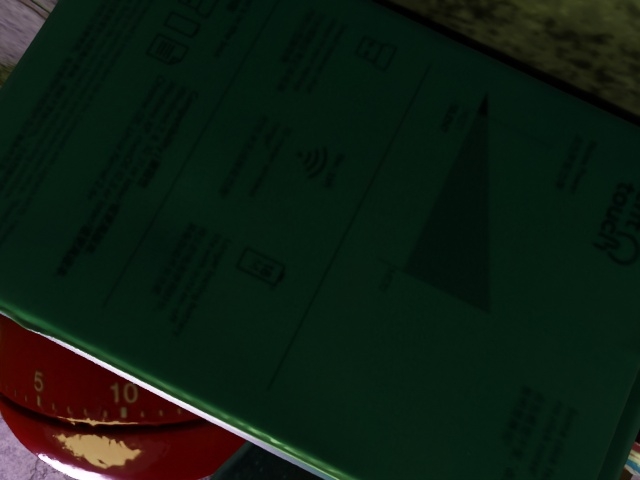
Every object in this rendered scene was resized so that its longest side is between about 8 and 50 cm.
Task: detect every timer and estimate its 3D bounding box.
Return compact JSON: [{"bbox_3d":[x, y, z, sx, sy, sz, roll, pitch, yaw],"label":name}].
[{"bbox_3d":[-0.217,0.144,0.983,0.378,0.279,0.378,1,-166,0],"label":"timer"}]

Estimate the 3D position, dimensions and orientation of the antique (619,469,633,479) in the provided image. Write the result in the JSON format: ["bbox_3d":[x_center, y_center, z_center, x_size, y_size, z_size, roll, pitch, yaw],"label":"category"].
[{"bbox_3d":[0.291,0.382,0.994,0.087,0.309,0.093,32,172,-26],"label":"antique"}]

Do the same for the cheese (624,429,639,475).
[{"bbox_3d":[0.352,0.224,0.851,0.155,0.062,0.244,25,177,-3],"label":"cheese"}]

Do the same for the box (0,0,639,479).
[{"bbox_3d":[0.000,0.000,0.375,0.311,0.205,0.118,25,168,3],"label":"box"}]

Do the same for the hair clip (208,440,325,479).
[{"bbox_3d":[0.113,0.247,0.845,0.238,0.318,0.392,15,160,34],"label":"hair clip"}]
